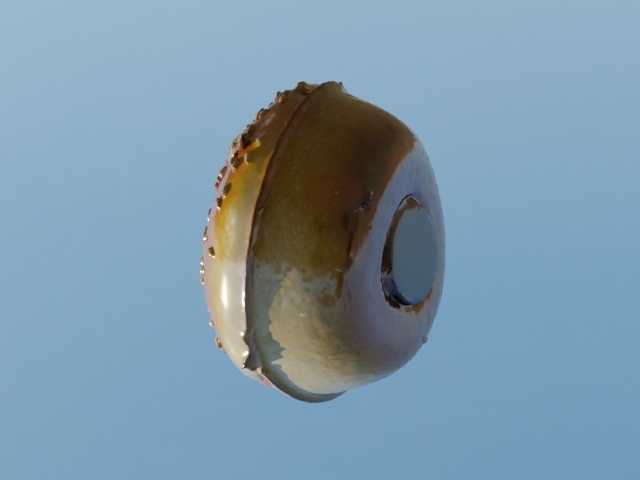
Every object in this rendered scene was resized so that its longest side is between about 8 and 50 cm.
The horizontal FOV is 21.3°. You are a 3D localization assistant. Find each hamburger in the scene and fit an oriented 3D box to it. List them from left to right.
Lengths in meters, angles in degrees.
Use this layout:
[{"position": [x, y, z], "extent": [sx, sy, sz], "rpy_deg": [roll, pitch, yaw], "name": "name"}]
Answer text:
[{"position": [-0.002, 0.002, 1.178], "extent": [0.147, 0.237, 0.237], "rpy_deg": [4, -162, 25], "name": "hamburger"}]
